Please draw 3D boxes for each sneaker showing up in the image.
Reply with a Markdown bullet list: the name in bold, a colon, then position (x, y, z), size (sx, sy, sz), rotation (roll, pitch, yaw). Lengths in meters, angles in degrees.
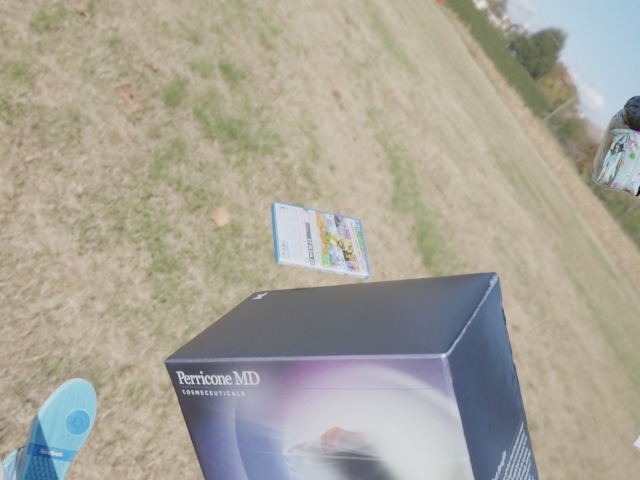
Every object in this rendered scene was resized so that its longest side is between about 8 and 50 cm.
- **sneaker**: position (-0.614, 0.448, 1.518), size (0.127, 0.208, 0.319), rotation (32, 68, -29)

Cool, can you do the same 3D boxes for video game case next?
- **video game case**: position (0.000, 0.000, 1.146), size (0.166, 0.015, 0.119), rotation (11, 50, -24)

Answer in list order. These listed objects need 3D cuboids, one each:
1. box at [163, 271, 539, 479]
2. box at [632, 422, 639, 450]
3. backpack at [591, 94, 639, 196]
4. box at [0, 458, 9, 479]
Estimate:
- **box**: position (0.042, 0.206, 0.688), size (0.182, 0.296, 0.294), rotation (-34, 113, -57)
- **box**: position (0.476, 0.180, 0.895), size (0.038, 0.186, 0.145), rotation (31, 19, 25)
- **backpack**: position (0.611, -0.181, 1.357), size (0.115, 0.182, 0.152), rotation (21, 37, 16)
- **box**: position (-0.476, 0.357, 0.964), size (0.063, 0.067, 0.324), rotation (-85, 162, -76)
